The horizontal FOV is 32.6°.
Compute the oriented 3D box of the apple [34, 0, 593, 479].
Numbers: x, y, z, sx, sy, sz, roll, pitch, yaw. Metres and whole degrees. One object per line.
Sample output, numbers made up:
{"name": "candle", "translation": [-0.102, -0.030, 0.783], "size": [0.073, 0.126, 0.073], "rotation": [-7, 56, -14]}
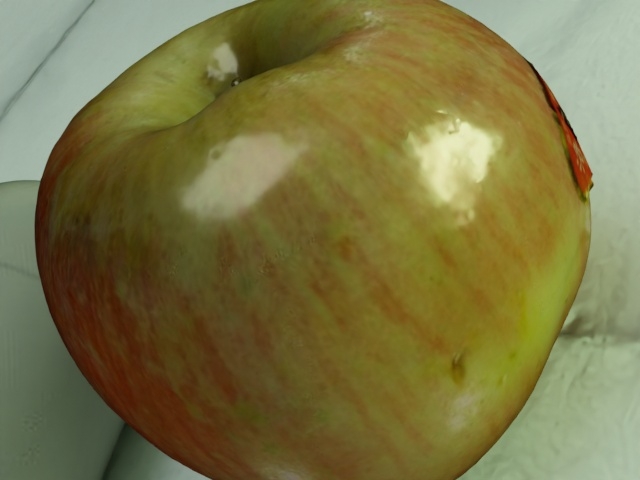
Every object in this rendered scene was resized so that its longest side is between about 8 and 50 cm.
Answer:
{"name": "apple", "translation": [0.000, 0.000, 0.416], "size": [0.209, 0.164, 0.209], "rotation": [-22, 32, 15]}

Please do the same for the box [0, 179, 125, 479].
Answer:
{"name": "box", "translation": [-0.233, 0.133, 0.542], "size": [0.289, 0.141, 0.349], "rotation": [-18, 40, 39]}
